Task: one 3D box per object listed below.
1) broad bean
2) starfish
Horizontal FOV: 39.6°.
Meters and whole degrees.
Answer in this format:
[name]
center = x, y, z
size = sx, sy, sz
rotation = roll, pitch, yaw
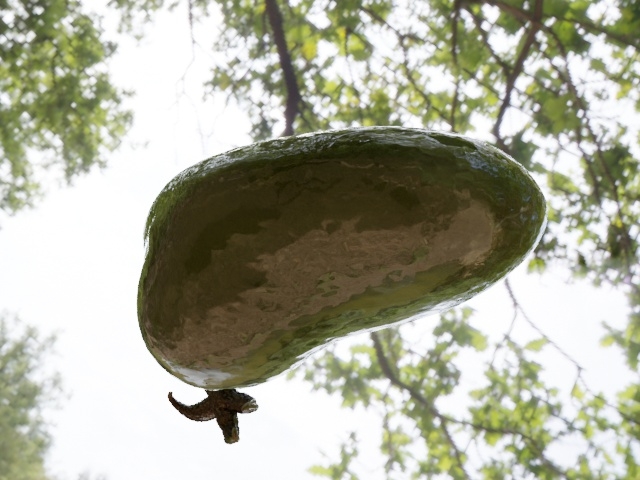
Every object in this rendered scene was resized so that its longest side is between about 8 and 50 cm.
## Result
[broad bean]
center = 0.000, 0.000, 0.530
size = 0.263, 0.121, 0.189
rotation = -22, -35, 22
[starfish]
center = -0.084, 0.120, 0.699
size = 0.078, 0.028, 0.091
rotation = -45, -118, 23
